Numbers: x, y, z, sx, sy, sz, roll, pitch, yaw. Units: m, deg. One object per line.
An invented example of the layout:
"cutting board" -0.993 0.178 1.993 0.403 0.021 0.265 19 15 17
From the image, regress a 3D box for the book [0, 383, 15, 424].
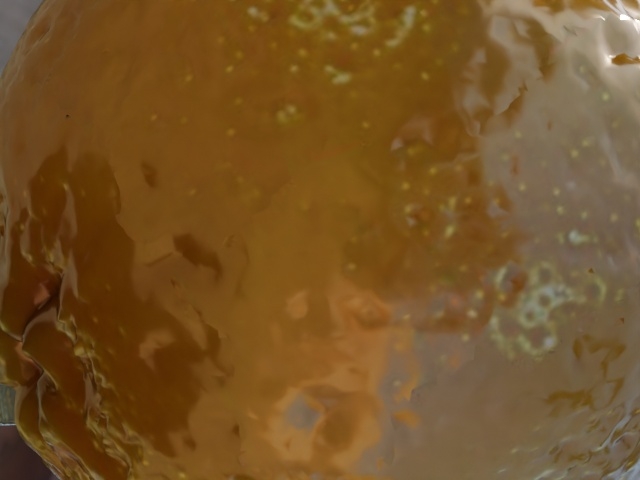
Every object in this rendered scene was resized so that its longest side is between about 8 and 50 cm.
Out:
"book" -0.182 0.104 1.319 0.428 0.300 0.039 -9 -91 57

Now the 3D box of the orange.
"orange" 0.000 0.000 0.737 0.293 0.341 0.340 -24 177 -24
